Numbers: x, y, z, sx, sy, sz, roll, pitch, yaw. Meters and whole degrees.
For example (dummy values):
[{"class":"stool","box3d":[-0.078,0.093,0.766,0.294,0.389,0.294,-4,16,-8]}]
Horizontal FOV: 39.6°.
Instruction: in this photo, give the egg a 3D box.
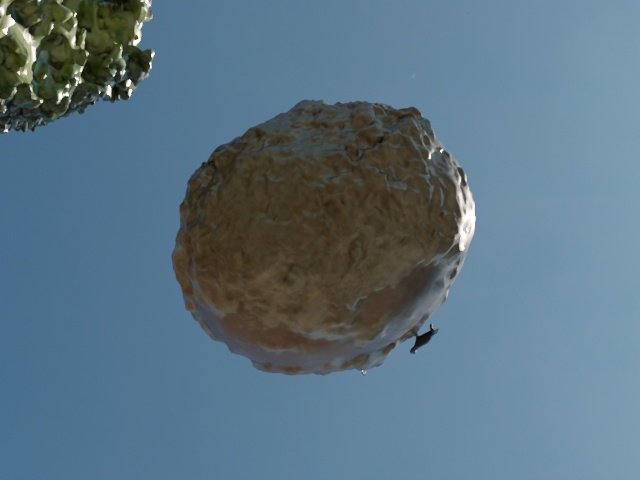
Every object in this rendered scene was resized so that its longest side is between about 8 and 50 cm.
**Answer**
[{"class":"egg","box3d":[0.000,0.000,0.888,0.310,0.279,0.279,-32,-83,8]}]

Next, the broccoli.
[{"class":"broccoli","box3d":[-0.327,-0.231,0.893,0.277,0.338,0.317,16,-36,23]}]
